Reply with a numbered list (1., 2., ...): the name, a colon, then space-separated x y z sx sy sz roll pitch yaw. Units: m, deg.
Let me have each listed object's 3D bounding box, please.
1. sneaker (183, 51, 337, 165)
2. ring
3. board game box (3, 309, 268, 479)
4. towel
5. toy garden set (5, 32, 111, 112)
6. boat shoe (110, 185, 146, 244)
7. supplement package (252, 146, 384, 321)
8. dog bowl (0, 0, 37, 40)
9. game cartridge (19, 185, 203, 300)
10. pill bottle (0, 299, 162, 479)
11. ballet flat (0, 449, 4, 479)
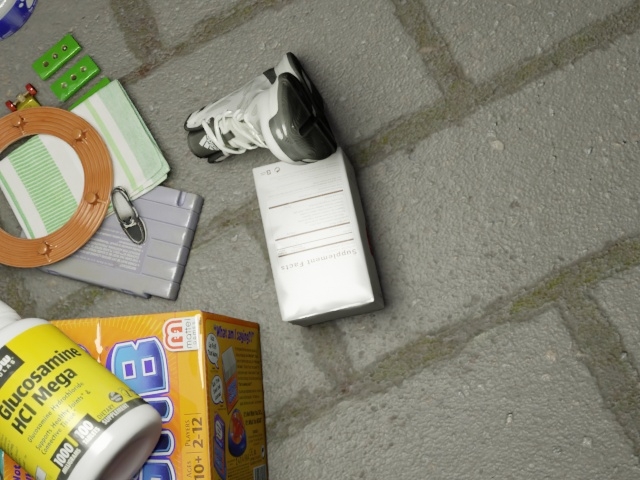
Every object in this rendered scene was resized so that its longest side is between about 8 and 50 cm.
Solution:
1. sneaker: -0.122 -0.191 1.624 0.257 0.447 0.169 -31 110 10
2. ring: -0.580 -0.112 1.776 0.337 0.032 0.336 -2 80 10
3. board game box: -0.315 0.326 1.584 0.356 0.356 0.356 -5 80 11
4. towel: -0.491 -0.145 1.799 0.325 0.038 0.248 -34 76 4
5. toy garden set: -0.532 -0.284 1.881 0.204 0.049 0.244 -41 77 1
6. boat shoe: -0.380 -0.047 1.743 0.046 0.038 0.125 -17 102 1
7. supplement package: 0.000 0.000 1.668 0.175 0.177 0.293 -13 80 8
8. dog bowl: -0.757 -0.569 1.936 0.265 0.104 0.265 -2 82 11
9. game cartridge: -0.436 -0.020 1.816 0.355 0.068 0.230 14 88 12
10. pill bottle: -0.419 0.239 1.337 0.334 0.188 0.188 35 89 15
11. ballet flat: -0.636 0.399 1.786 0.087 0.083 0.247 -24 77 -19
